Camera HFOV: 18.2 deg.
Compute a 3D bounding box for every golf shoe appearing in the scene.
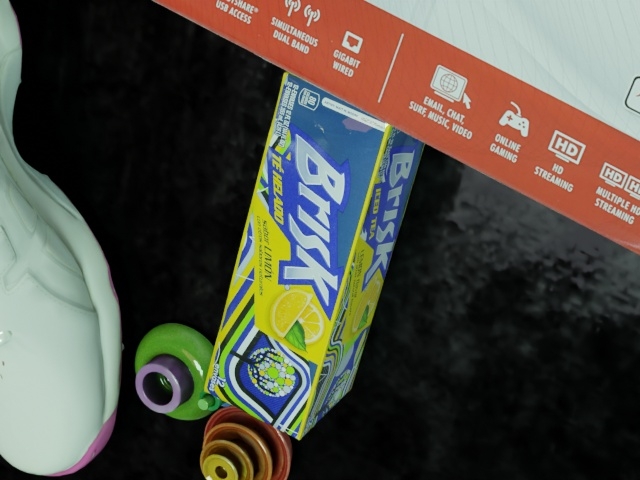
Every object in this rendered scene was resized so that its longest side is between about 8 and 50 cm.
[{"bbox_3d":[-0.191,-0.014,0.949,0.115,0.140,0.306,-11,105,31],"label":"golf shoe"}]

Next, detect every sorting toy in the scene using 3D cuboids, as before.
[{"bbox_3d":[-0.057,0.084,0.969,0.102,0.042,0.061,42,124,9],"label":"sorting toy"}]

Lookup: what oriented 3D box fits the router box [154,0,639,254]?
[{"bbox_3d":[0.065,-0.193,0.761,0.335,0.082,0.301,28,121,18],"label":"router box"}]

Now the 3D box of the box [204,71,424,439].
[{"bbox_3d":[0.000,0.000,0.891,0.054,0.059,0.169,25,120,17],"label":"box"}]
